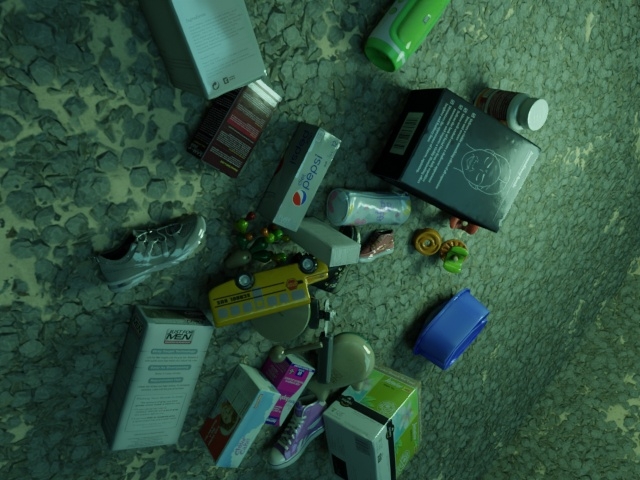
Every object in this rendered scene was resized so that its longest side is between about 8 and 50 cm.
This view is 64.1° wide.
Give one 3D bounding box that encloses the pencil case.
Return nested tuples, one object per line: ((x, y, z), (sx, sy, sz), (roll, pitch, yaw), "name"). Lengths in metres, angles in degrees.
((0.152, -0.103, 1.579), (0.273, 0.124, 0.113), (-3, 69, -33), "pencil case")

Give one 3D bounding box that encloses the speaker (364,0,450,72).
((0.249, -0.618, 1.415), (0.131, 0.131, 0.296), (38, 86, -40), "speaker")

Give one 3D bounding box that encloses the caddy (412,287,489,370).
((0.504, 0.341, 2.011), (0.341, 0.179, 0.241), (-44, 153, -11), "caddy")

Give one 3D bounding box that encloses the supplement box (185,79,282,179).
((-0.210, -0.286, 1.254), (0.239, 0.073, 0.130), (-60, 145, 1), "supplement box")

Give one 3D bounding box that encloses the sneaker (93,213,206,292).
((-0.408, 0.012, 1.241), (0.281, 0.105, 0.115), (-36, 127, -17), "sneaker")

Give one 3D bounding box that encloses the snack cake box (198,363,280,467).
((-0.251, 0.534, 1.564), (0.089, 0.152, 0.264), (29, 92, -41), "snack cake box")

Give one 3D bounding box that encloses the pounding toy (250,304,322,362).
((-0.104, 0.233, 1.552), (0.183, 0.110, 0.236), (-21, 87, 7), "pounding toy")

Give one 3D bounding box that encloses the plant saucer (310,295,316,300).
((-0.045, 0.219, 1.658), (0.084, 0.013, 0.083), (-16, 120, -30), "plant saucer")

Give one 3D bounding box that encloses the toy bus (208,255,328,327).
((-0.141, 0.137, 1.421), (0.333, 0.108, 0.130), (-13, 86, -12), "toy bus")

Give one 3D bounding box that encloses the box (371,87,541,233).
((0.415, -0.245, 1.579), (0.396, 0.212, 0.293), (24, 96, -21), "box")

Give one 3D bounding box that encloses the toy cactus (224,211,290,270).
((-0.188, 0.012, 1.414), (0.181, 0.112, 0.219), (-34, 148, 9), "toy cactus")

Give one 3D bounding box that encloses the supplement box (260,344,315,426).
((-0.136, 0.468, 1.644), (0.111, 0.114, 0.220), (29, 94, -41), "supplement box")

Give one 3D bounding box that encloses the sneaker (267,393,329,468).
((-0.092, 0.645, 1.774), (0.282, 0.102, 0.161), (-39, 125, -29), "sneaker")

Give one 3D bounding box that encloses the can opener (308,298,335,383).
((0.003, 0.323, 1.662), (0.093, 0.074, 0.280), (0, 96, 8), "can opener")

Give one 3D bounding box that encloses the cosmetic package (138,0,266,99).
((-0.273, -0.504, 1.034), (0.156, 0.217, 0.384), (-31, 128, -22), "cosmetic package")

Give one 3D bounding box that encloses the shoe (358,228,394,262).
((0.176, 0.014, 1.695), (0.178, 0.063, 0.081), (-16, 118, -36), "shoe")

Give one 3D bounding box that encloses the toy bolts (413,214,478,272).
((0.461, -0.032, 1.865), (0.218, 0.158, 0.228), (23, 110, 0), "toy bolts")

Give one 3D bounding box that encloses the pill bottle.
((0.633, -0.437, 1.710), (0.121, 0.221, 0.121), (-15, 119, -30), "pill bottle")

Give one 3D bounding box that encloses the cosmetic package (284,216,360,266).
((0.000, 0.000, 1.442), (0.099, 0.239, 0.060), (-4, 113, -34), "cosmetic package")

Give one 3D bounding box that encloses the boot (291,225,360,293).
((0.015, 0.047, 1.578), (0.179, 0.085, 0.236), (13, 103, -36), "boot")

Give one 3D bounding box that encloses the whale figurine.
((0.065, 0.432, 1.769), (0.216, 0.141, 0.272), (43, 104, -2), "whale figurine")

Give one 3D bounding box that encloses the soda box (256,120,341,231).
((-0.061, -0.176, 1.410), (0.091, 0.098, 0.286), (23, 97, -41), "soda box")

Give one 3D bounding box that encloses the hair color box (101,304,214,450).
((-0.441, 0.367, 1.376), (0.185, 0.114, 0.374), (10, 105, -39), "hair color box")

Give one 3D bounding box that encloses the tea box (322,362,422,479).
((0.203, 0.690, 1.873), (0.323, 0.220, 0.328), (-36, 130, -41), "tea box")
